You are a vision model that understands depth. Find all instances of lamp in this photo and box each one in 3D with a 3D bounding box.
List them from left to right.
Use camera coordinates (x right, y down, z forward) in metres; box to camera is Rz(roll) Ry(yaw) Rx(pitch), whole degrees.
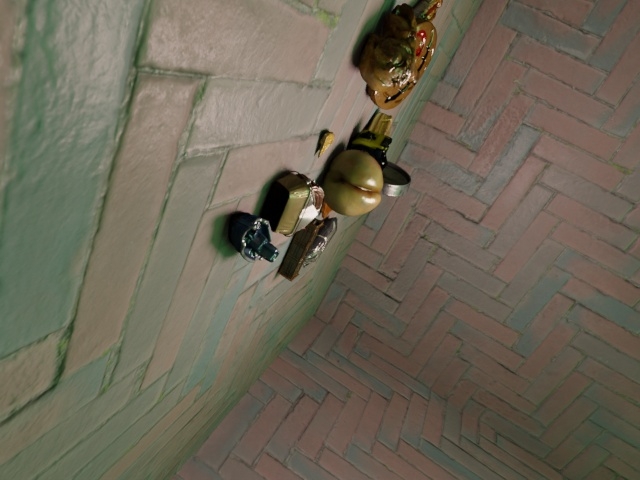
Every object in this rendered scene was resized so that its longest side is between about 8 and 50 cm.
[{"bbox_3d":[-0.094,0.035,1.968,0.089,0.090,0.325,-39,157,-59],"label":"lamp"}]

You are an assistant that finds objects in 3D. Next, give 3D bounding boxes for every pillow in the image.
[{"bbox_3d":[0.000,0.000,2.290,0.335,0.093,0.161,-55,174,-23],"label":"pillow"}]

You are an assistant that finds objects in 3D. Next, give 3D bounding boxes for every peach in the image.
[{"bbox_3d":[0.145,-0.248,1.853,0.292,0.248,0.292,-27,125,-48],"label":"peach"}]

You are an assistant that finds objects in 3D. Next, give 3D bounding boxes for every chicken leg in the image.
[{"bbox_3d":[0.284,-0.657,1.495,0.409,0.182,0.294,-15,117,-57],"label":"chicken leg"}]

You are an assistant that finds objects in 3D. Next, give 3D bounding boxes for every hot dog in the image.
[{"bbox_3d":[0.417,-0.915,1.716,0.252,0.069,0.131,-51,167,-28],"label":"hot dog"}]

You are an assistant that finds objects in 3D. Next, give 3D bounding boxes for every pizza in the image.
[{"bbox_3d":[0.011,-0.351,1.551,0.108,0.026,0.123,-58,172,13],"label":"pizza"}]

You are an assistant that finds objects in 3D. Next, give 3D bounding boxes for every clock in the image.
[{"bbox_3d":[0.314,-0.335,2.193,0.319,0.319,0.066,-44,158,-54],"label":"clock"}]

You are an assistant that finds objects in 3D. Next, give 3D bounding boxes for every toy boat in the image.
[{"bbox_3d":[-0.191,0.002,1.290,0.129,0.143,0.309,-54,169,-15],"label":"toy boat"}]

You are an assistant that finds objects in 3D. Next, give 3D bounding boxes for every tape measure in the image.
[{"bbox_3d":[0.222,-0.416,1.916,0.112,0.186,0.199,-58,166,-28],"label":"tape measure"}]

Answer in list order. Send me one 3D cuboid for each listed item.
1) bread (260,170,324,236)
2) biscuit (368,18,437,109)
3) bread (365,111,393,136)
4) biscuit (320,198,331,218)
[{"bbox_3d":[-0.093,-0.127,1.432,0.212,0.142,0.224,-19,142,-51],"label":"bread"},{"bbox_3d":[0.331,-0.701,1.694,0.367,0.063,0.314,-55,154,13],"label":"biscuit"},{"bbox_3d":[0.271,-0.502,2.104,0.184,0.111,0.234,-63,170,-13],"label":"bread"},{"bbox_3d":[0.049,-0.200,2.100,0.183,0.043,0.280,-62,165,-3],"label":"biscuit"}]
